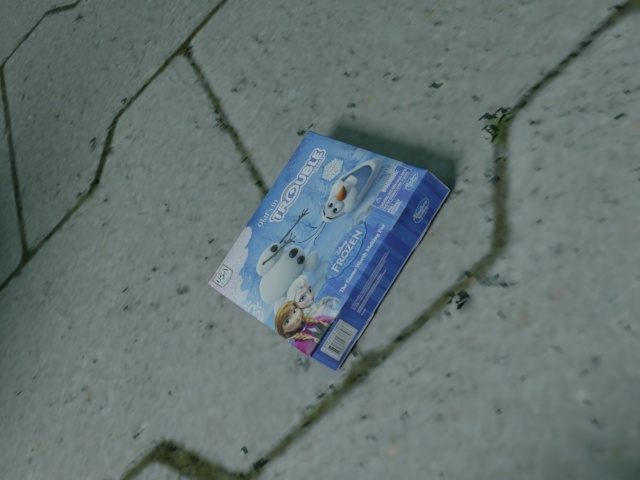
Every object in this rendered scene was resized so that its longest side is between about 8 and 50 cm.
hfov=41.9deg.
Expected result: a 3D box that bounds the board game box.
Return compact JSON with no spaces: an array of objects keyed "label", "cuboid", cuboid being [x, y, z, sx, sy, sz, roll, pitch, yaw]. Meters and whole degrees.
[{"label":"board game box","cuboid":[0.000,0.000,0.372,0.090,0.020,0.090,26,82,52]}]
